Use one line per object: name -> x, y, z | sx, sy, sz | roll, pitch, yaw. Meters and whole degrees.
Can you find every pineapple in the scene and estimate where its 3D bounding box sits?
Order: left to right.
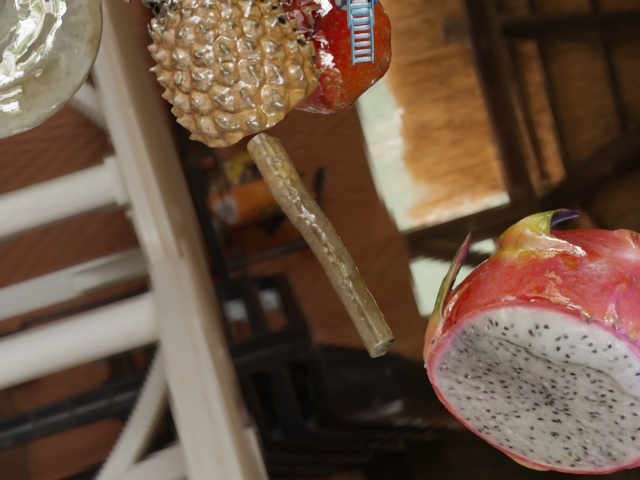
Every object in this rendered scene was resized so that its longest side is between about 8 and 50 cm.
pineapple -> -0.159, -0.317, 2.076 | 0.357, 0.223, 0.223 | 60, -2, -10

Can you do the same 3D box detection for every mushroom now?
mushroom -> -0.323, -0.220, 1.403 | 0.243, 0.243, 0.243 | 163, -90, -86

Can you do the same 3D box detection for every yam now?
yam -> 0.000, 0.000, 1.845 | 0.327, 0.045, 0.045 | 59, 0, 26

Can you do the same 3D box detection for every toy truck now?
toy truck -> 0.046, -0.289, 1.862 | 0.074, 0.063, 0.136 | -100, -176, -49

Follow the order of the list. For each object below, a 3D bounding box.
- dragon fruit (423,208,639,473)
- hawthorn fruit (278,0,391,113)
dragon fruit -> 0.264, 0.092, 1.538 | 0.290, 0.290, 0.189 | 77, 33, -46
hawthorn fruit -> -0.020, -0.358, 2.485 | 0.300, 0.254, 0.254 | 54, 9, -40
